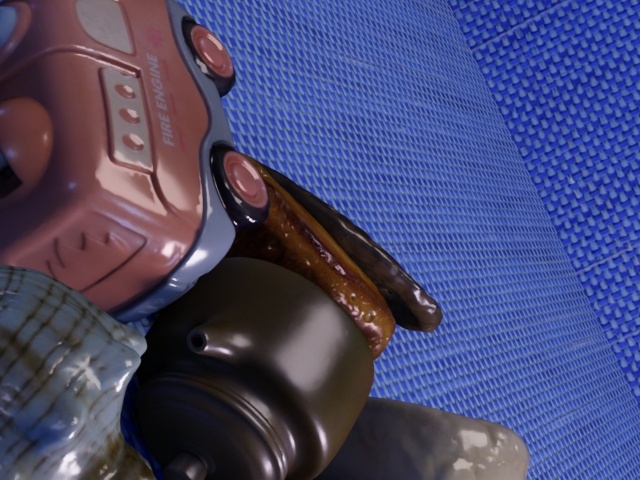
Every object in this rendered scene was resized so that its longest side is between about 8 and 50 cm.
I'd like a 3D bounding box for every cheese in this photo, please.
[{"bbox_3d":[0.059,0.190,1.567,0.159,0.263,0.093,19,80,-56],"label":"cheese"}]

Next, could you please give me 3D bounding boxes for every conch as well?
[{"bbox_3d":[-0.196,0.089,1.127,0.203,0.170,0.386,114,-45,-78],"label":"conch"}]

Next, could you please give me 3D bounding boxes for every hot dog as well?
[{"bbox_3d":[-0.058,0.035,1.621,0.117,0.158,0.349,40,-1,42],"label":"hot dog"}]

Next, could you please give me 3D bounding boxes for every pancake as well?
[{"bbox_3d":[0.000,0.000,1.783,0.288,0.033,0.286,43,-12,-25],"label":"pancake"}]

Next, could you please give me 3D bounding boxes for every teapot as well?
[{"bbox_3d":[-0.071,0.143,1.416,0.175,0.186,0.267,-52,151,-36],"label":"teapot"}]

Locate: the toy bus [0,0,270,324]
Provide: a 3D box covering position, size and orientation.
[{"bbox_3d":[-0.193,-0.078,1.361,0.232,0.194,0.287,22,43,-47],"label":"toy bus"}]
